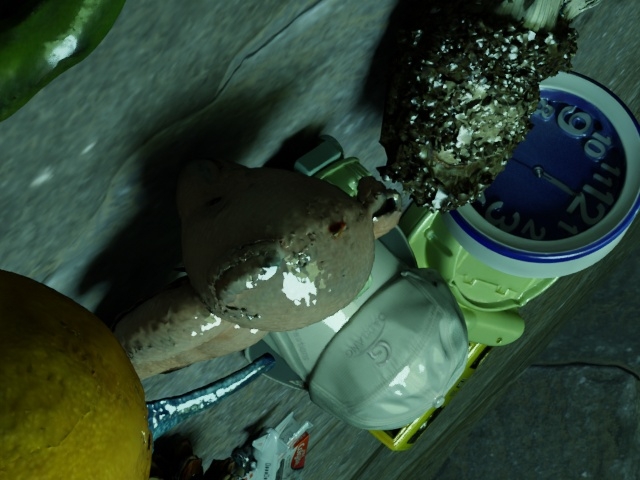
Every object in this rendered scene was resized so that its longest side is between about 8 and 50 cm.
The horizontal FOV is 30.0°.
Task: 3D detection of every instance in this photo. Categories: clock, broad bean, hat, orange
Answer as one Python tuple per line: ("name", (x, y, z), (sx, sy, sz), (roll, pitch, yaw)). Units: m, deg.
("clock", (0.239, -0.075, 1.315), (0.230, 0.230, 0.083), (-44, 164, -14))
("broad bean", (-0.188, -0.106, 0.593), (0.292, 0.049, 0.144), (-38, 152, -36))
("hat", (0.051, 0.095, 1.308), (0.232, 0.161, 0.275), (-49, 126, -8))
("clock", (0.225, -0.018, 1.469), (0.235, 0.096, 0.308), (17, 115, -37))
("orange", (-0.214, 0.128, 0.684), (0.240, 0.240, 0.240), (-42, 160, -19))

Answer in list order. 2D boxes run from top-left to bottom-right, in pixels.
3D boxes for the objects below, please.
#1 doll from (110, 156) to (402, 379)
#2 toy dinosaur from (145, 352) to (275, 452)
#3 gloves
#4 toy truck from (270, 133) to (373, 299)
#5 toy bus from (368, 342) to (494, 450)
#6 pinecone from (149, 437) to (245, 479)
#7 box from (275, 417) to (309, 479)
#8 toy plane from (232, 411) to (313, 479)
("doll", (-0.094, 0.023, 0.965), (0.303, 0.156, 0.201), (-28, 176, 39))
("toy dinosaur", (-0.202, 0.170, 0.994), (0.363, 0.076, 0.147), (-9, 144, -37))
("gloves", (0.150, -0.166, 1.082), (0.312, 0.135, 0.210), (-57, 160, 22))
("toy truck", (0.000, 0.000, 1.103), (0.085, 0.116, 0.191), (-33, 155, -35))
("toy bus", (0.168, 0.134, 1.685), (0.331, 0.151, 0.145), (-51, 162, 4))
("pinecone", (-0.139, 0.339, 1.321), (0.221, 0.221, 0.221), (-42, 160, -19))
("box", (-0.053, 0.328, 1.746), (0.055, 0.039, 0.218), (-38, 159, -25))
("toy plane", (-0.079, 0.300, 1.592), (0.162, 0.065, 0.171), (-32, 157, -41))
